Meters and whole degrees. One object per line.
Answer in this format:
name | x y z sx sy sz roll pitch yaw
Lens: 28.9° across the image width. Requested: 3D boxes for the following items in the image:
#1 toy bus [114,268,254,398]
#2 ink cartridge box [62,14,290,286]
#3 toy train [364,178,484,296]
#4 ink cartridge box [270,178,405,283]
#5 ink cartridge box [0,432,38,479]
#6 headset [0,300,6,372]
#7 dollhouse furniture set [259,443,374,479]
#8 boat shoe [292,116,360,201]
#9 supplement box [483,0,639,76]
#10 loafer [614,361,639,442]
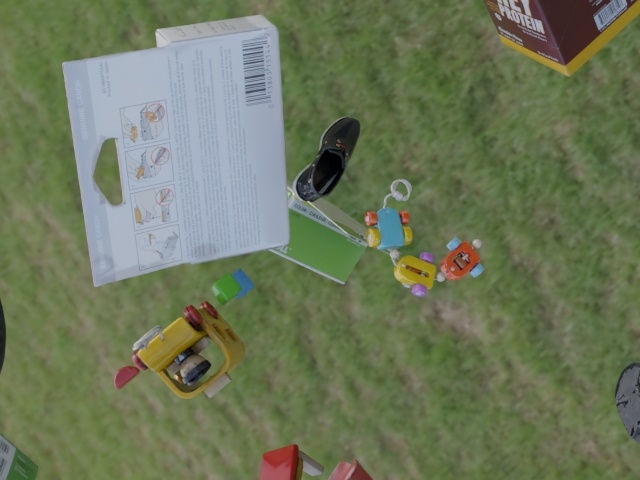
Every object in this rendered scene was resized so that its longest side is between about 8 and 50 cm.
toy bus | -0.158 0.147 1.569 0.104 0.202 0.191 49 141 4
ink cartridge box | -0.173 -0.110 1.519 0.066 0.261 0.296 -131 34 -56
toy train | 0.129 0.007 1.629 0.166 0.125 0.046 45 152 -3
ink cartridge box | 0.000 0.000 1.806 0.189 0.097 0.255 26 -172 -44
ink cartridge box | -0.430 0.263 1.372 0.209 0.062 0.109 -18 129 26
headset | -0.377 -0.022 0.891 0.394 0.243 0.185 52 125 8
dollhouse furniture set | -0.028 0.429 1.713 0.201 0.374 0.152 -20 133 27
boat shoe | 0.016 -0.100 1.522 0.042 0.133 0.049 -7 132 51
supplement box | 0.293 -0.343 1.489 0.129 0.191 0.194 40 169 47
loafer | 0.277 0.162 0.917 0.062 0.061 0.170 116 151 -47
